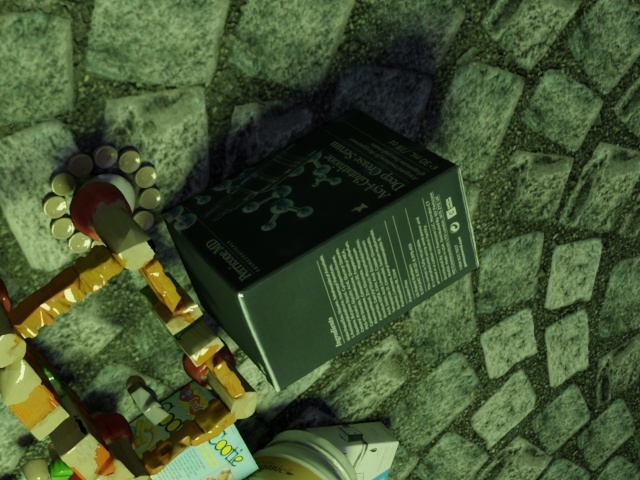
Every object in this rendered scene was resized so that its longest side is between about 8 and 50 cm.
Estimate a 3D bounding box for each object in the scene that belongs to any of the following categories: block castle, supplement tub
[{"bbox_3d":[-0.322,0.162,1.441,0.303,0.213,0.453,-38,132,-12],"label":"block castle"},{"bbox_3d":[-0.082,0.517,1.695,0.316,0.228,0.228,-50,142,-48],"label":"supplement tub"}]

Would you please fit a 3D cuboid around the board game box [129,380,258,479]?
[{"bbox_3d":[-0.275,0.396,1.648,0.275,0.142,0.144,-32,127,-15],"label":"board game box"}]

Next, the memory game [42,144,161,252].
[{"bbox_3d":[-0.332,-0.060,1.449,0.186,0.012,0.186,-15,122,-26],"label":"memory game"}]

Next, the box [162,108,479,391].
[{"bbox_3d":[0.000,0.000,1.516,0.395,0.293,0.212,-31,127,-17],"label":"box"}]

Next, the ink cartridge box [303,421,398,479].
[{"bbox_3d":[0.048,0.455,1.934,0.191,0.082,0.139,1,114,-35],"label":"ink cartridge box"}]

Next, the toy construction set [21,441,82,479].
[{"bbox_3d":[-0.489,0.465,1.428,0.309,0.237,0.257,-14,145,-25],"label":"toy construction set"}]
